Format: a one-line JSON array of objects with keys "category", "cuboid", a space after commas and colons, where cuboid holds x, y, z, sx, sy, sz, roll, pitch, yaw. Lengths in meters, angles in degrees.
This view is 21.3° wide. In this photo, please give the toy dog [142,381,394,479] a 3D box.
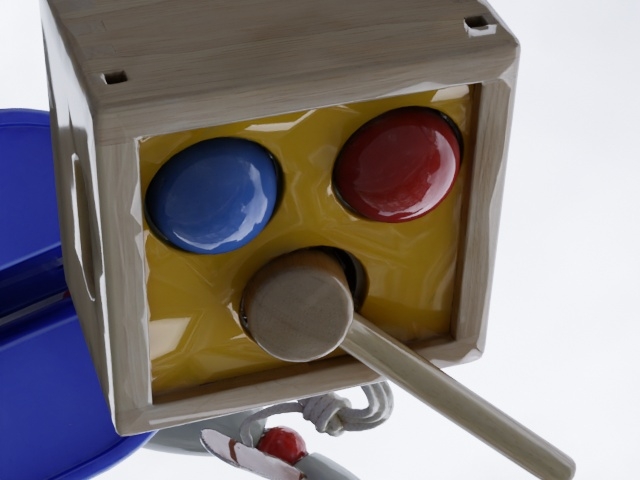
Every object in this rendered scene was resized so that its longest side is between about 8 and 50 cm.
[{"category": "toy dog", "cuboid": [-0.110, 0.169, 1.407, 0.334, 0.220, 0.161, 22, -136, 27]}]

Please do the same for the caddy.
[{"category": "caddy", "cuboid": [-0.243, 0.059, 1.014, 0.179, 0.341, 0.241, -10, -78, 64]}]

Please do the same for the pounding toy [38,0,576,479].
[{"category": "pounding toy", "cuboid": [0.000, 0.000, 0.472, 0.130, 0.141, 0.100, -11, -140, -15]}]
